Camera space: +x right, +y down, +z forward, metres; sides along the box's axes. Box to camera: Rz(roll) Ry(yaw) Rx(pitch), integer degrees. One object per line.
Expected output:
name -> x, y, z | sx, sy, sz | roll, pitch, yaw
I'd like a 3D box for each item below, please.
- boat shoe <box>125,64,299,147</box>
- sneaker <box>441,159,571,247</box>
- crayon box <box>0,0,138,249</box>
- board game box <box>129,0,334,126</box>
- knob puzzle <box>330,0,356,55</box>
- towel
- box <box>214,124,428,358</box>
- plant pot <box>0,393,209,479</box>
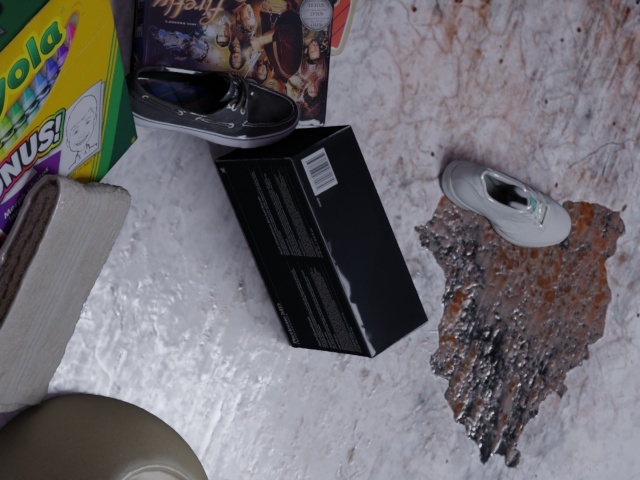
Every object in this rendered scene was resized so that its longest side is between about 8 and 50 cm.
boat shoe -> -0.122, -0.164, 2.038 | 0.228, 0.076, 0.080 | 9, 65, -22
sneaker -> 0.264, -0.045, 2.341 | 0.212, 0.094, 0.080 | 22, 79, -31
crayon box -> -0.350, -0.097, 1.829 | 0.363, 0.106, 0.313 | -53, 159, -27
board game box -> -0.105, -0.225, 2.115 | 0.243, 0.042, 0.165 | 2, 95, -25
knob puzzle -> -0.024, -0.308, 2.192 | 0.213, 0.030, 0.213 | -1, 92, -31
towel -> -0.307, 0.060, 1.925 | 0.282, 0.049, 0.187 | -64, 164, 6
box -> 0.000, 0.000, 2.127 | 0.103, 0.184, 0.261 | -31, 107, -30
plant pot -> -0.227, 0.310, 1.973 | 0.284, 0.191, 0.284 | 5, 81, -33
